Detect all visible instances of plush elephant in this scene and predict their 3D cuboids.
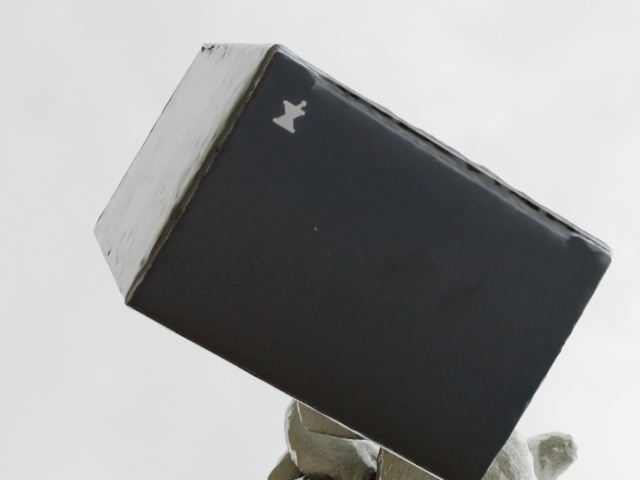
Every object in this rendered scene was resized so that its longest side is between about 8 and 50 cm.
[{"bbox_3d":[0.079,0.200,1.120,0.255,0.330,0.272,-33,-109,28],"label":"plush elephant"}]

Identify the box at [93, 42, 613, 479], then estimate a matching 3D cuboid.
[{"bbox_3d":[0.000,0.000,0.616,0.108,0.153,0.207,-59,-167,1],"label":"box"}]
